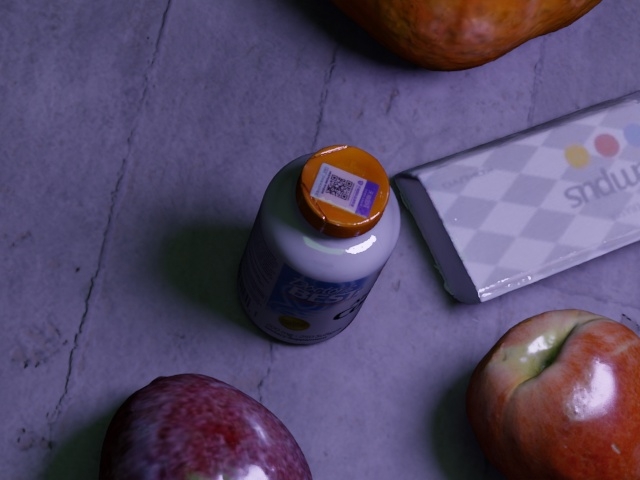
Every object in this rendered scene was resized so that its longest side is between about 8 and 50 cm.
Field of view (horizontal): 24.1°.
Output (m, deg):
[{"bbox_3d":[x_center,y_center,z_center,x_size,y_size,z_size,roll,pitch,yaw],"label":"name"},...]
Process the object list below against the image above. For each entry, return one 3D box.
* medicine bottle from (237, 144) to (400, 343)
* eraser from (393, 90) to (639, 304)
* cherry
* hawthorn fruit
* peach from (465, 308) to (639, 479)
[{"bbox_3d":[0.000,0.000,1.698,0.157,0.289,0.157,4,65,-10],"label":"medicine bottle"},{"bbox_3d":[0.314,-0.066,1.909,0.397,0.082,0.213,-19,72,-19],"label":"eraser"},{"bbox_3d":[-0.127,0.263,1.607,0.230,0.203,0.300,-18,57,-17],"label":"cherry"},{"bbox_3d":[0.204,-0.447,1.868,0.471,0.472,0.472,4,65,-10],"label":"hawthorn fruit"},{"bbox_3d":[0.295,0.205,1.720,0.232,0.257,0.232,-20,37,16],"label":"peach"}]
